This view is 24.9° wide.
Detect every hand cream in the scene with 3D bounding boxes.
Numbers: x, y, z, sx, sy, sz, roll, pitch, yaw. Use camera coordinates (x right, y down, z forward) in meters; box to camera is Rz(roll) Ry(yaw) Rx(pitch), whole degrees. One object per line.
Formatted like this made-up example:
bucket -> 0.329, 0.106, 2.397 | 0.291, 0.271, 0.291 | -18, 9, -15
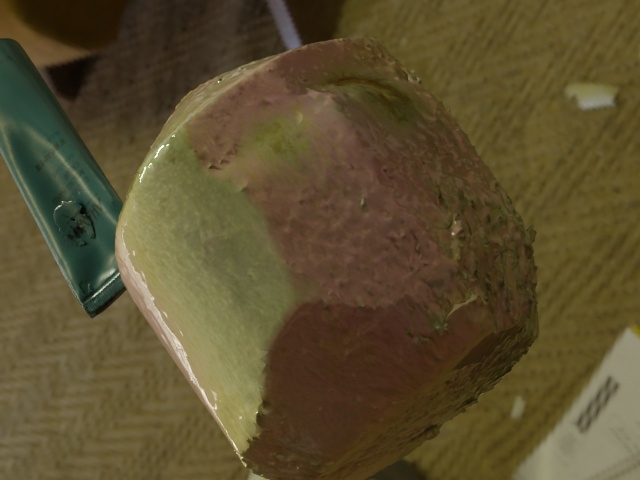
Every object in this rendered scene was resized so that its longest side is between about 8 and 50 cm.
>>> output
hand cream -> -0.197, -0.057, 1.044 | 0.083, 0.048, 0.224 | -42, 73, 31

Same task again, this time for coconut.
coconut -> 0.000, 0.000, 0.858 | 0.233, 0.233, 0.245 | -45, 69, 29
